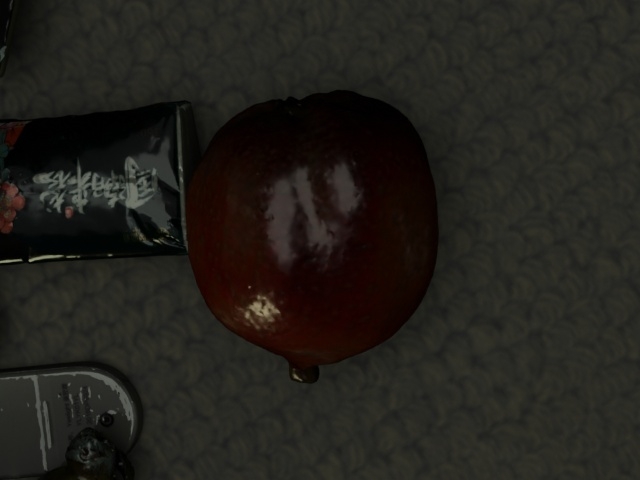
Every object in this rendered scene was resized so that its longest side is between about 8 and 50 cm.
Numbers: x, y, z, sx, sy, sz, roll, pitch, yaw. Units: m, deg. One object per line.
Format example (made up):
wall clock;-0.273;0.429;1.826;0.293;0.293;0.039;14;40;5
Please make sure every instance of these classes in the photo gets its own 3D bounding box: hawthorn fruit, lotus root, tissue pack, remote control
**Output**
hawthorn fruit;0.000;0.000;1.132;0.169;0.169;0.188;-5;107;8
lotus root;-0.176;0.201;1.198;0.088;0.088;0.165;37;99;4
tissue pack;-0.163;-0.035;1.184;0.170;0.090;0.103;-5;89;7
remote control;-0.243;0.130;1.238;0.245;0.022;0.077;-6;94;7

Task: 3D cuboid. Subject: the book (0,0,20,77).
book;-0.355;-0.270;1.205;0.379;0.031;0.264;11;89;12
